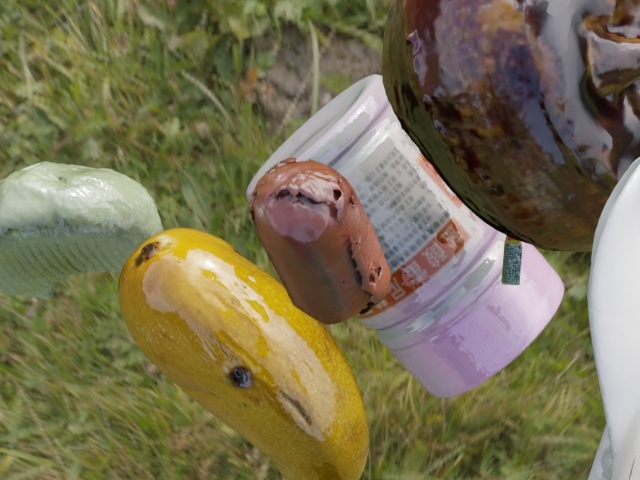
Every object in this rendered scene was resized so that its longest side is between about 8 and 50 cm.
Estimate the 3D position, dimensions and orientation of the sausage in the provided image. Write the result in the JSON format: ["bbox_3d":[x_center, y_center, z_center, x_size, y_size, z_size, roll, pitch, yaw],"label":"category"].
[{"bbox_3d":[0.000,0.000,1.018,0.076,0.141,0.076,-13,49,16],"label":"sausage"}]

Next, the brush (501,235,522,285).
[{"bbox_3d":[0.193,0.003,1.493,0.018,0.021,0.083,4,87,-6],"label":"brush"}]

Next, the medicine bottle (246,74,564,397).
[{"bbox_3d":[0.093,-0.003,1.632,0.202,0.202,0.316,-45,101,-9],"label":"medicine bottle"}]

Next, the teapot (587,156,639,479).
[{"bbox_3d":[0.128,0.125,0.545,0.139,0.204,0.298,15,98,6],"label":"teapot"}]

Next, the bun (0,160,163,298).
[{"bbox_3d":[-0.280,-0.021,1.633,0.212,0.204,0.126,1,66,-11],"label":"bun"}]

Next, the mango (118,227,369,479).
[{"bbox_3d":[-0.053,0.105,1.311,0.295,0.177,0.120,44,70,-16],"label":"mango"}]

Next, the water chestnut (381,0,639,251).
[{"bbox_3d":[0.233,-0.160,1.299,0.302,0.350,0.350,-7,70,44],"label":"water chestnut"}]
